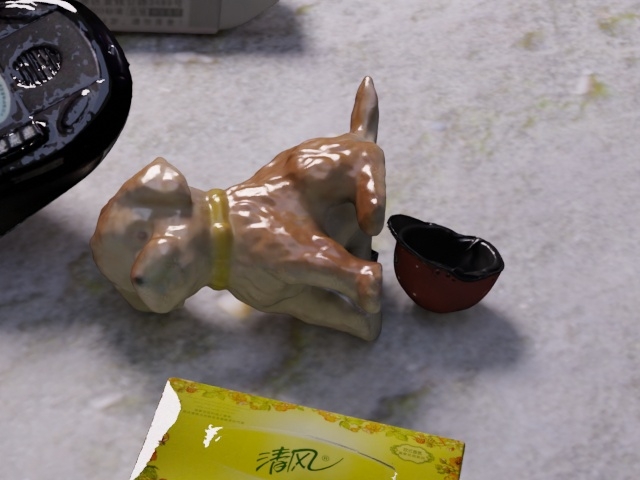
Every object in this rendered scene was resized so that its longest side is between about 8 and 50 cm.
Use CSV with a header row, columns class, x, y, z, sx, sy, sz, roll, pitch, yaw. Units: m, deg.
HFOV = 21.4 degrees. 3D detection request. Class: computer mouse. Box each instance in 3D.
class,x,y,z,sx,sy,sz,roll,pitch,yaw
computer mouse,-0.231,-0.066,1.110,0.233,0.096,0.137,-27,63,-7

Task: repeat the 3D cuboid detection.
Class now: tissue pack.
class,x,y,z,sx,sy,sz,roll,pitch,yaw
tissue pack,-0.015,0.144,0.939,0.176,0.062,0.095,13,40,4

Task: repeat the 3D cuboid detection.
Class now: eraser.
class,x,y,z,sx,sy,sz,roll,pitch,yaw
eraser,-0.197,-0.208,1.329,0.352,0.061,0.089,0,40,-11

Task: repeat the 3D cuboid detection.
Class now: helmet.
class,x,y,z,sx,sy,sz,roll,pitch,yaw
helmet,0.074,0.020,1.109,0.084,0.049,0.065,19,26,-8

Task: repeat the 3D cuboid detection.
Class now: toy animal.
class,x,y,z,sx,sy,sz,roll,pitch,yaw
toy animal,-0.050,-0.029,1.088,0.185,0.104,0.184,0,61,2

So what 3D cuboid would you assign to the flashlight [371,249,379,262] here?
class,x,y,z,sx,sy,sz,roll,pitch,yaw
flashlight,0.000,0.000,1.146,0.083,0.018,0.018,27,41,21
